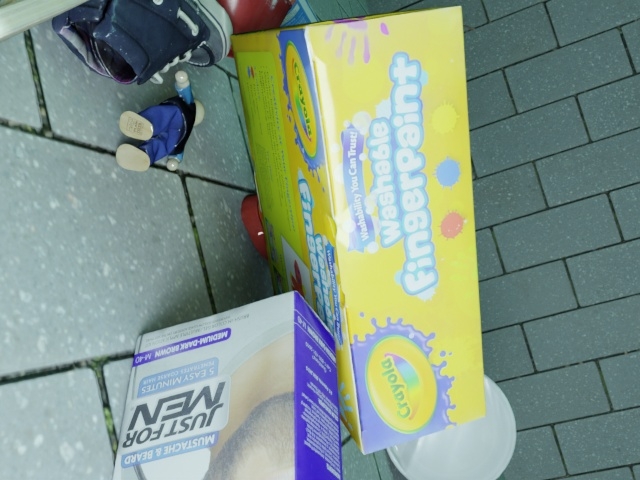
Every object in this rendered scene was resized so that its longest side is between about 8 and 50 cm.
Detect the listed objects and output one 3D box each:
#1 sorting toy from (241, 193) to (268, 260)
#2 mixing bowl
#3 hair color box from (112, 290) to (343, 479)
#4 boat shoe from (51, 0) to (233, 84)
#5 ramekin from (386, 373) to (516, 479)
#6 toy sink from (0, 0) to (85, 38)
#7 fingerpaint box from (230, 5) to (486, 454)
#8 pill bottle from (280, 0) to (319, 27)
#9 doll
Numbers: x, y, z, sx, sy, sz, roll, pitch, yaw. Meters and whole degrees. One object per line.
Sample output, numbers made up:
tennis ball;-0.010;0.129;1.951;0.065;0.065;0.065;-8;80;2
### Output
sorting toy;0.013;-0.053;1.138;0.365;0.126;0.127;-11;76;-63
mixing bowl;-0.143;-0.340;1.004;0.181;0.181;0.098;2;105;-72
hair color box;-0.081;0.225;0.569;0.110;0.185;0.339;54;24;-46
boat shoe;-0.208;-0.249;0.794;0.340;0.127;0.158;39;63;-75
ramekin;0.266;0.385;1.390;0.127;0.272;0.273;24;50;-83
toy sink;-0.265;-0.207;0.473;0.234;0.152;0.131;-75;144;-58
fingerpaint box;0.035;-0.041;0.809;0.371;0.163;0.445;-140;-141;-67
pill bottle;-0.065;-0.445;1.372;0.221;0.124;0.124;47;30;-55
doll;-0.183;-0.145;0.800;0.189;0.046;0.129;-60;165;-67
